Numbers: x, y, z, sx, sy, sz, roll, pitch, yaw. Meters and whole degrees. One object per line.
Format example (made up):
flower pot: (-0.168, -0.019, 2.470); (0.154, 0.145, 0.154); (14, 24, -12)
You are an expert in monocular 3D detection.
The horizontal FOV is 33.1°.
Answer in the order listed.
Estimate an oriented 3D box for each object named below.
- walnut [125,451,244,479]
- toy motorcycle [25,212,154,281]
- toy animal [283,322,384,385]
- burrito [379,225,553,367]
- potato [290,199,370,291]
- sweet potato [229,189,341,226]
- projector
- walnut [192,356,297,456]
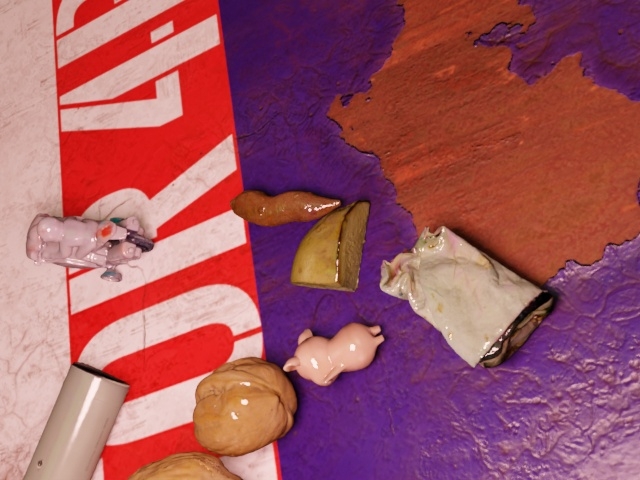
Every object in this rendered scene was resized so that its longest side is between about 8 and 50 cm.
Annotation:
walnut: (-0.206, 0.410, 1.569); (0.245, 0.198, 0.198); (-33, 58, 21)
toy motorcycle: (-0.423, 0.001, 1.868); (0.260, 0.171, 0.110); (-5, 72, 34)
toy animal: (0.023, 0.162, 1.578); (0.150, 0.083, 0.089); (-17, 84, 8)
burrito: (0.196, 0.073, 1.497); (0.144, 0.089, 0.229); (-46, 54, -7)
potato: (0.000, 0.000, 1.651); (0.120, 0.081, 0.149); (2, 74, 31)
sweet potato: (-0.063, -0.051, 1.726); (0.218, 0.051, 0.065); (3, 60, 33)
projector: (-0.427, 0.373, 1.771); (0.108, 0.108, 0.338); (18, 83, 36)
walnut: (-0.113, 0.247, 1.599); (0.166, 0.149, 0.166); (-37, 23, 19)
